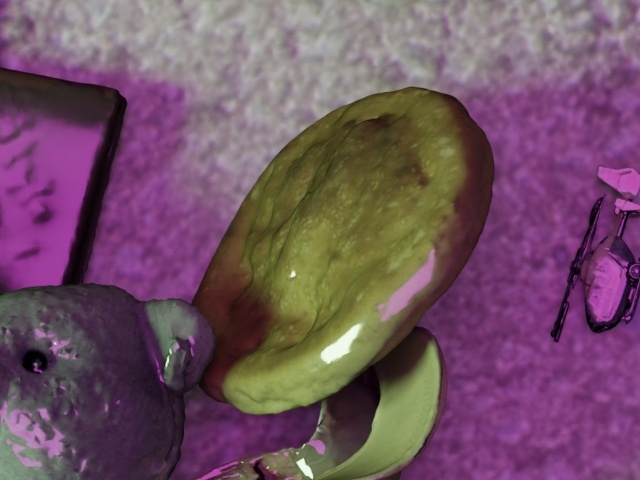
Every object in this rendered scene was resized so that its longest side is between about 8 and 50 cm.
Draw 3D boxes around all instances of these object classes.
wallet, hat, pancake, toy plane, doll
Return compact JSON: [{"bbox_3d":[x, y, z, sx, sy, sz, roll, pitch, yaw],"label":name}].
[{"bbox_3d":[-0.291,-0.051,1.217,0.310,0.042,0.165,13,77,4],"label":"wallet"},{"bbox_3d":[0.022,0.137,1.086,0.166,0.173,0.144,-41,122,-19],"label":"hat"},{"bbox_3d":[0.000,0.000,1.122,0.050,0.242,0.242,41,80,-26],"label":"pancake"},{"bbox_3d":[0.183,0.012,1.200,0.049,0.031,0.120,16,82,13],"label":"toy plane"},{"bbox_3d":[-0.246,0.099,1.117,0.340,0.158,0.245,15,92,8],"label":"doll"}]
